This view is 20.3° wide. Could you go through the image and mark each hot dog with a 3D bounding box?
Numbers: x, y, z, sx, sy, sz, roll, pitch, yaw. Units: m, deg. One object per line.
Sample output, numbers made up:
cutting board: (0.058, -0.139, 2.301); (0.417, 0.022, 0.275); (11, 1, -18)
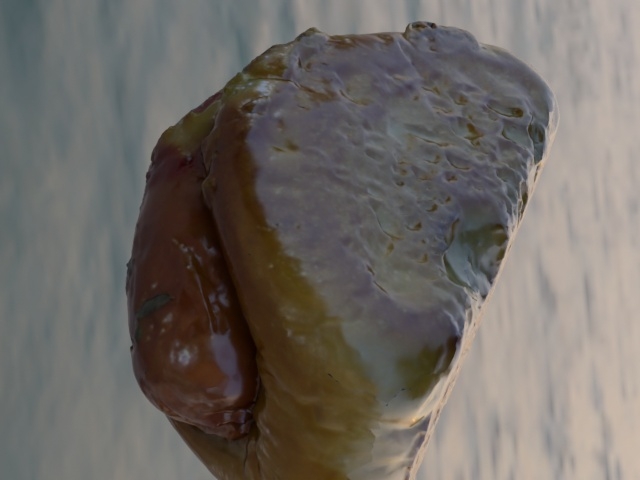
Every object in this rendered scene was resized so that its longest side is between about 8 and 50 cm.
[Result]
hot dog: (0.000, 0.000, 0.763); (0.256, 0.153, 0.150); (-60, 171, -50)
